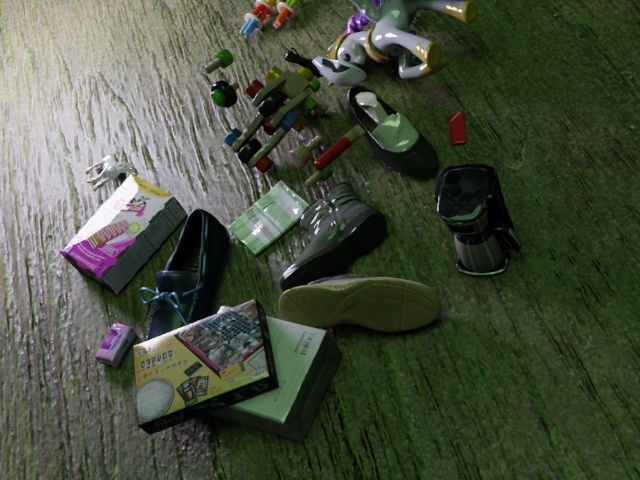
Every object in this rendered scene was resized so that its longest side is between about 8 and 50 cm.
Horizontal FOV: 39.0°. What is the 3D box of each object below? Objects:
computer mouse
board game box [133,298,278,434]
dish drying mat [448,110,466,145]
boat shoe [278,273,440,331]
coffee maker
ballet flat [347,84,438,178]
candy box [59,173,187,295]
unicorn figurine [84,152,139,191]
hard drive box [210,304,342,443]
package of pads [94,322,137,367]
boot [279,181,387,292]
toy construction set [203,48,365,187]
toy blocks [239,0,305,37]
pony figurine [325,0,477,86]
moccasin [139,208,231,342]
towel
[{"bbox_3d":[0.015,-0.357,1.907,0.193,0.106,0.042,24,87,43],"label":"computer mouse"},{"bbox_3d":[-0.201,0.215,1.549,0.243,0.042,0.165,-21,50,9],"label":"board game box"},{"bbox_3d":[0.273,-0.225,1.807,0.032,0.008,0.083,-10,52,17],"label":"dish drying mat"},{"bbox_3d":[0.071,0.102,1.595,0.285,0.103,0.092,-5,18,14],"label":"boat shoe"},{"bbox_3d":[0.264,-0.052,1.567,0.120,0.178,0.171,-18,50,10],"label":"coffee maker"},{"bbox_3d":[0.130,-0.225,1.815,0.095,0.096,0.280,-37,49,-6],"label":"ballet flat"},{"bbox_3d":[-0.419,-0.016,1.925,0.159,0.071,0.233,25,68,37],"label":"candy box"},{"bbox_3d":[-0.479,-0.157,2.066,0.111,0.060,0.162,-33,49,-1],"label":"unicorn figurine"},{"bbox_3d":[-0.106,0.229,1.582,0.232,0.089,0.181,11,61,31],"label":"hard drive box"},{"bbox_3d":[-0.402,0.206,1.774,0.050,0.032,0.083,9,60,28],"label":"package of pads"},{"bbox_3d":[0.000,0.000,1.731,0.246,0.083,0.161,-39,38,-9],"label":"boot"},{"bbox_3d":[-0.039,-0.267,1.859,0.308,0.257,0.237,32,58,26],"label":"toy construction set"},{"bbox_3d":[-0.121,-0.550,2.205,0.123,0.054,0.148,18,64,34],"label":"toy blocks"},{"bbox_3d":[0.154,-0.496,1.899,0.363,0.302,0.351,10,86,49],"label":"pony figurine"},{"bbox_3d":[-0.280,0.090,1.749,0.137,0.117,0.342,-4,54,22],"label":"moccasin"},{"bbox_3d":[-0.105,-0.047,1.837,0.152,0.023,0.113,-41,48,-8],"label":"towel"}]
